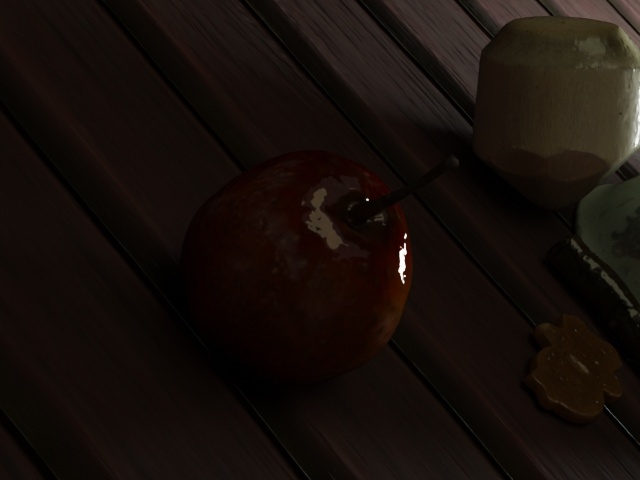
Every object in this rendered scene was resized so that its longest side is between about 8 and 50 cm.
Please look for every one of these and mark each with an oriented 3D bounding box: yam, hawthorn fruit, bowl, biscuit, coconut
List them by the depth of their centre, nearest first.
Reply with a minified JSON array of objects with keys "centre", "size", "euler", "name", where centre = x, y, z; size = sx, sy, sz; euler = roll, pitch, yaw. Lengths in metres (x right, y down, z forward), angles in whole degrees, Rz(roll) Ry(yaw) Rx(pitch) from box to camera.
[{"centre":[-0.027,0.014,1.357],"size":[0.235,0.263,0.231],"euler":[-25,44,-25],"name":"hawthorn fruit"},{"centre":[0.314,0.162,1.674],"size":[0.133,0.027,0.184],"euler":[35,37,-9],"name":"biscuit"},{"centre":[0.398,0.097,1.798],"size":[0.061,0.061,0.253],"euler":[-17,63,-51],"name":"yam"},{"centre":[0.327,-0.173,1.878],"size":[0.237,0.266,0.237],"euler":[5,17,-1],"name":"coconut"},{"centre":[0.590,0.028,1.934],"size":[0.434,0.196,0.435],"euler":[25,38,-21],"name":"bowl"}]
